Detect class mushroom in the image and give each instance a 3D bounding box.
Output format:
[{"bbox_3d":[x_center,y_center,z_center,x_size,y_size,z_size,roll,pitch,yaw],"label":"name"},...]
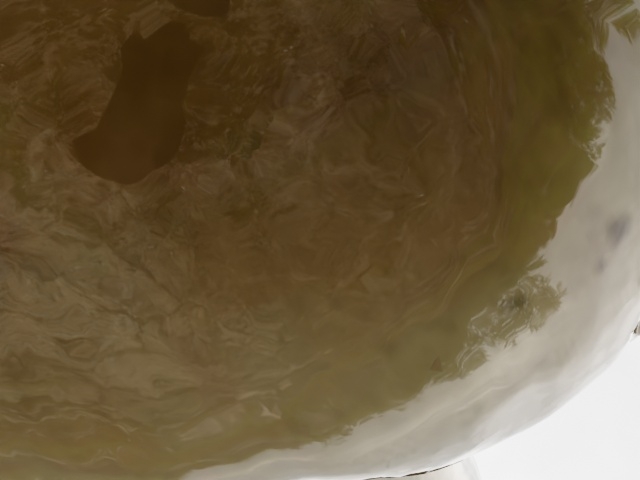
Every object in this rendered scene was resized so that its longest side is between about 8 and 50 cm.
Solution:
[{"bbox_3d":[-0.011,-0.006,0.478,0.293,0.292,0.290,9,-44,40],"label":"mushroom"}]
